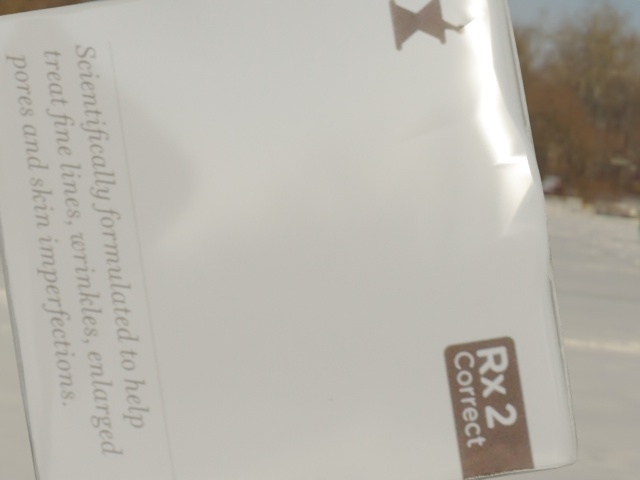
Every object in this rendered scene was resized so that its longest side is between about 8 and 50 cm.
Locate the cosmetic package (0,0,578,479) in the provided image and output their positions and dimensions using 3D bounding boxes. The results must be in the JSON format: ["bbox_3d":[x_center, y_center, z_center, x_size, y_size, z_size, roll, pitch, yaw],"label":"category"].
[{"bbox_3d":[-0.014,0.003,0.512,0.151,0.151,0.184,-9,-3,-1],"label":"cosmetic package"}]
